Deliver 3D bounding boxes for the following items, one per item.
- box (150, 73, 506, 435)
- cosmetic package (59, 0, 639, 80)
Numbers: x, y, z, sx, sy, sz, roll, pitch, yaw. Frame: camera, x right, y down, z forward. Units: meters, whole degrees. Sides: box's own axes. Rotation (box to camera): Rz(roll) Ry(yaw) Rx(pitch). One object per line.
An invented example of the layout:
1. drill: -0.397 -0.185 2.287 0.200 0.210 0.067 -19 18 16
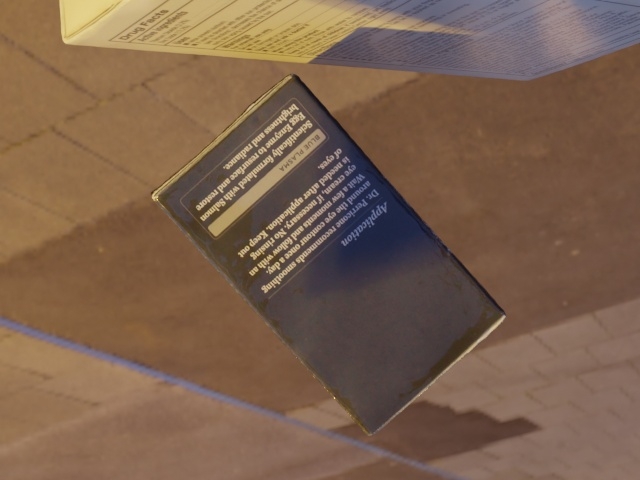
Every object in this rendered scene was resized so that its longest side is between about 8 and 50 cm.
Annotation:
1. box: 0.000 0.000 0.598 0.093 0.158 0.156 -41 -172 1
2. cosmetic package: 0.040 -0.158 0.562 0.309 0.113 0.160 0 172 -35
